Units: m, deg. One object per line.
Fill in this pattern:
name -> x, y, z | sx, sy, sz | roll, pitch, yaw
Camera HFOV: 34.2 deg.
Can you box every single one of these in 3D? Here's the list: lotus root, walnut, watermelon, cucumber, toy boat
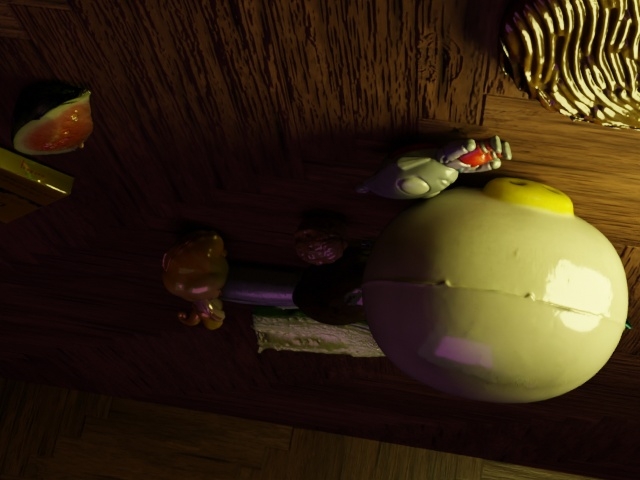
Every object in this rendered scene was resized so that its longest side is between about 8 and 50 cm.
lotus root -> 0.047, 0.084, 1.871 | 0.123, 0.124, 0.241 | 33, 152, -25
walnut -> 0.000, 0.000, 1.733 | 0.096, 0.079, 0.082 | -5, 153, 37
watermelon -> -0.393, -0.170, 1.530 | 0.119, 0.063, 0.245 | 3, 162, -18
cucumber -> 0.017, 0.178, 2.183 | 0.325, 0.105, 0.145 | 4, 132, 19
toy boat -> -0.126, 0.093, 2.051 | 0.260, 0.078, 0.085 | 5, 145, 12

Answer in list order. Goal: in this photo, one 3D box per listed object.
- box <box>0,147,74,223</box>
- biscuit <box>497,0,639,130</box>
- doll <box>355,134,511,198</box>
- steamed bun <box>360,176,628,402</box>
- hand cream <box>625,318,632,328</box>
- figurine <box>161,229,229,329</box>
box -> -0.564, -0.094, 1.831 | 0.153, 0.041, 0.279 | 24, 157, -34
biscuit -> 0.344, -0.195, 1.088 | 0.318, 0.040, 0.318 | 9, 160, 3
doll -> 0.145, -0.098, 1.411 | 0.227, 0.075, 0.102 | -15, 159, 28
steamed bun -> 0.245, 0.078, 1.484 | 0.374, 0.334, 0.334 | 14, 160, -11
hand cream -> 0.483, 0.126, 1.863 | 0.120, 0.061, 0.270 | 4, 164, 24
figurine -> -0.229, 0.076, 1.952 | 0.156, 0.131, 0.246 | 47, 156, 38
